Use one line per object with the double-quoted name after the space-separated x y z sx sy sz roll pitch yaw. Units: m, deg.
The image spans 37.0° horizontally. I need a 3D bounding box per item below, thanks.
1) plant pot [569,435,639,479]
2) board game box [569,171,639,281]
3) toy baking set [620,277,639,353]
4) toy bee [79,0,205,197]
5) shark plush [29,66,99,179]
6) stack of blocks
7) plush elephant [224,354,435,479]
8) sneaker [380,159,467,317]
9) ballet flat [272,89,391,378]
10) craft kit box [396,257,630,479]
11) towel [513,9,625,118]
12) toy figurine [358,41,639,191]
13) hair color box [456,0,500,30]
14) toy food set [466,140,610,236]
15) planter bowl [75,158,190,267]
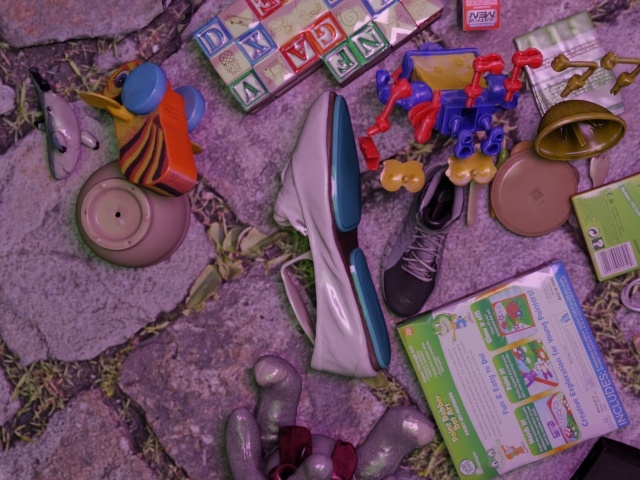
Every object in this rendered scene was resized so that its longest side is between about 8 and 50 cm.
0.412 0.367 1.276 0.167 0.188 0.187 35 95 15 "plant pot"
0.481 -0.044 1.289 0.259 0.039 0.124 -19 95 9 "board game box"
0.525 0.046 1.320 0.197 0.030 0.256 13 88 9 "toy baking set"
-0.238 -0.179 1.313 0.162 0.298 0.195 -22 129 31 "toy bee"
-0.388 -0.170 1.361 0.067 0.073 0.161 -25 96 35 "shark plush"
-0.002 -0.294 1.307 0.297 0.087 0.171 -34 90 5 "stack of blocks"
-0.033 0.343 1.259 0.272 0.255 0.330 28 95 2 "plush elephant"
0.137 -0.002 1.290 0.086 0.132 0.228 17 94 3 "sneaker"
0.000 0.000 1.311 0.139 0.139 0.400 -10 95 5 "ballet flat"
0.265 0.185 1.332 0.247 0.061 0.250 -22 91 2 "craft kit box"
0.344 -0.229 1.323 0.113 0.023 0.152 -20 89 3 "towel"
0.205 -0.215 1.250 0.363 0.217 0.191 -8 135 -14 "toy figurine"
0.209 -0.368 1.267 0.053 0.093 0.167 -2 108 3 "hair color box"
0.296 -0.071 1.329 0.192 0.038 0.132 6 100 -5 "toy food set"
-0.270 -0.038 1.330 0.162 0.109 0.162 0 93 3 "planter bowl"
